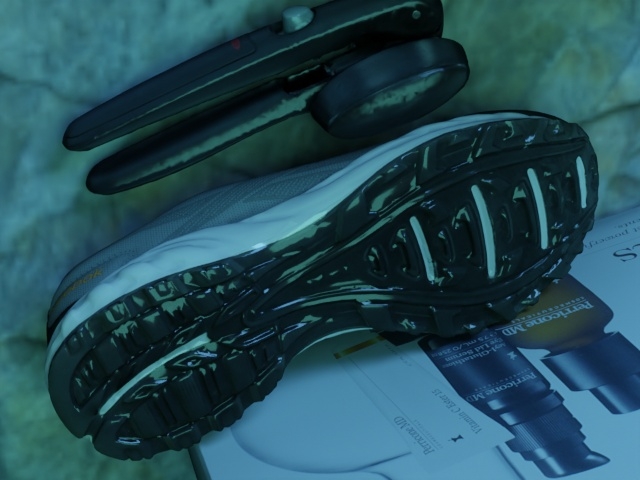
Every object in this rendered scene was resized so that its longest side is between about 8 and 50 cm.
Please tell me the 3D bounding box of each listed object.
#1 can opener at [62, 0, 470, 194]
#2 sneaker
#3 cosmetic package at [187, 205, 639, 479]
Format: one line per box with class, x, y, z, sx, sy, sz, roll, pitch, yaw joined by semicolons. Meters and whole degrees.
can opener;-0.028;-0.071;0.654;0.186;0.073;0.059;-16;114;2
sneaker;0.000;0.000;0.656;0.271;0.108;0.100;-20;117;-10
cosmetic package;0.143;0.090;0.626;0.377;0.284;0.097;-18;116;-9
